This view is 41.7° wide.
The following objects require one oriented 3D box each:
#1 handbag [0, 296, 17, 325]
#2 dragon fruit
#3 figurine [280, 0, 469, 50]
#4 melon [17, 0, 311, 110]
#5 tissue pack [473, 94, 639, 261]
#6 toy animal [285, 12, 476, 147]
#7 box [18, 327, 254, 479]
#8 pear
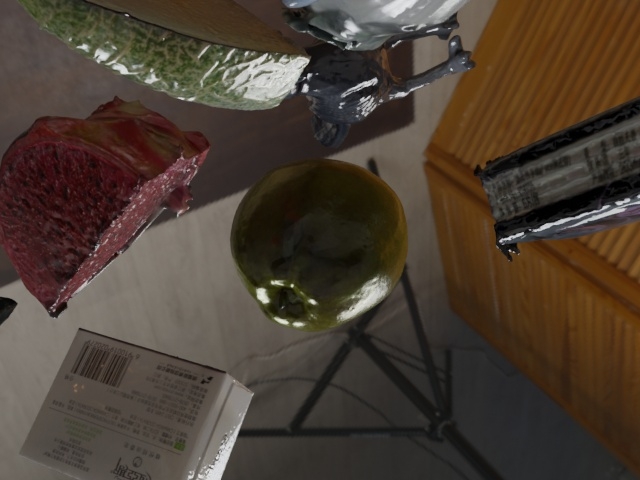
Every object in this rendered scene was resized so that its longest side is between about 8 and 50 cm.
[{"bbox_3d":[-0.340,0.049,0.612,0.175,0.270,0.088,36,95,-4],"label":"handbag"},{"bbox_3d":[-0.206,-0.055,0.795,0.161,0.126,0.274,-39,177,-46],"label":"dragon fruit"},{"bbox_3d":[0.016,-0.173,0.351,0.128,0.208,0.183,-21,125,-37],"label":"figurine"},{"bbox_3d":[-0.097,-0.123,0.486,0.182,0.098,0.054,-7,143,-51],"label":"melon"},{"bbox_3d":[0.376,-0.093,0.855,0.259,0.361,0.122,-10,81,-41],"label":"tissue pack"},{"bbox_3d":[0.044,-0.157,0.798,0.206,0.081,0.367,-22,178,12],"label":"toy animal"},{"bbox_3d":[-0.252,0.252,1.158,0.194,0.260,0.111,-68,156,-19],"label":"box"},{"bbox_3d":[0.000,0.000,1.296,0.321,0.269,0.269,-54,151,-48],"label":"pear"}]
